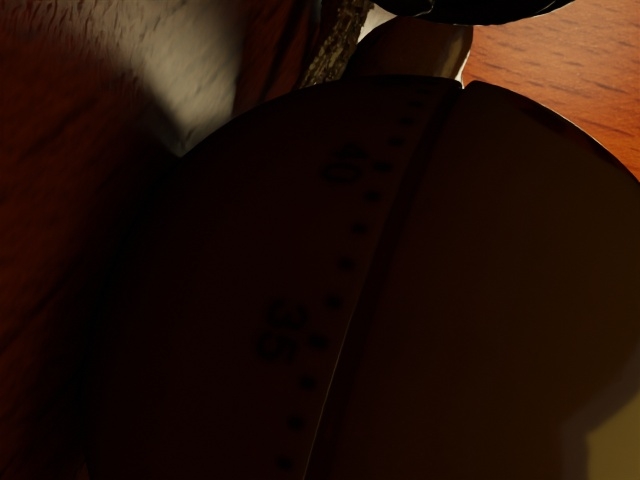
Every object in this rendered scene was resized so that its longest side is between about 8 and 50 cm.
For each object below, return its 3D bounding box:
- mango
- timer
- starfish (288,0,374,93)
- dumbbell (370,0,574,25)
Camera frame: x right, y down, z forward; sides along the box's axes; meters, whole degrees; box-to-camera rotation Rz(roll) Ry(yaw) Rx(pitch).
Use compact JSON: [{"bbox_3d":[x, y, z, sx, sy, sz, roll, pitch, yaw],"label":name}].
[{"bbox_3d":[0.067,-0.127,1.075,0.177,0.120,0.295,-61,169,-19],"label":"mango"},{"bbox_3d":[0.078,0.094,0.614,0.376,0.387,0.376,17,90,-81],"label":"timer"},{"bbox_3d":[0.018,-0.184,0.801,0.295,0.048,0.231,-28,137,-79],"label":"starfish"},{"bbox_3d":[0.078,-0.227,0.556,0.192,0.192,0.290,94,14,-66],"label":"dumbbell"}]
